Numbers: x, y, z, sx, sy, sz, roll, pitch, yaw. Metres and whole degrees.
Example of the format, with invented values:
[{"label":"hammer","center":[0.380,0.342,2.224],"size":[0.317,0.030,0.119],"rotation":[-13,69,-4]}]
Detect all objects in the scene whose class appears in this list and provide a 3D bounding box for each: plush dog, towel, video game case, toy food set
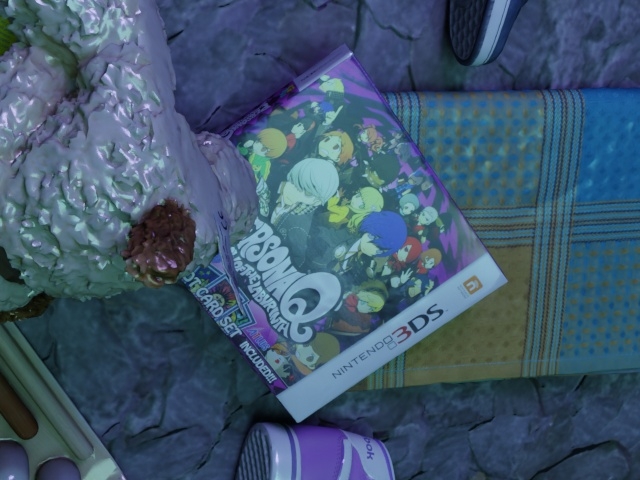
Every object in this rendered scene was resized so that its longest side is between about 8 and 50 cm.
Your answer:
[{"label":"plush dog","center":[-0.182,-0.022,0.748],"size":[0.225,0.210,0.262],"rotation":[-16,134,14]},{"label":"towel","center":[0.160,0.000,1.025],"size":[0.370,0.040,0.271],"rotation":[-2,110,-18]},{"label":"video game case","center":[0.000,0.000,0.926],"size":[0.210,0.042,0.232],"rotation":[-34,110,5]},{"label":"toy food set","center":[-0.297,0.166,0.880],"size":[0.220,0.092,0.306],"rotation":[-32,117,-7]}]

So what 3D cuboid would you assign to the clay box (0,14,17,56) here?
[{"label":"clay box","center":[-0.233,-0.139,0.771],"size":[0.222,0.053,0.127],"rotation":[-50,145,9]}]

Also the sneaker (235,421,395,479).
[{"label":"sneaker","center":[-0.011,0.300,1.041],"size":[0.161,0.102,0.282],"rotation":[9,107,-28]}]

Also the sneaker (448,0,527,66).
[{"label":"sneaker","center":[0.198,-0.234,0.921],"size":[0.163,0.086,0.226],"rotation":[9,105,-21]}]
